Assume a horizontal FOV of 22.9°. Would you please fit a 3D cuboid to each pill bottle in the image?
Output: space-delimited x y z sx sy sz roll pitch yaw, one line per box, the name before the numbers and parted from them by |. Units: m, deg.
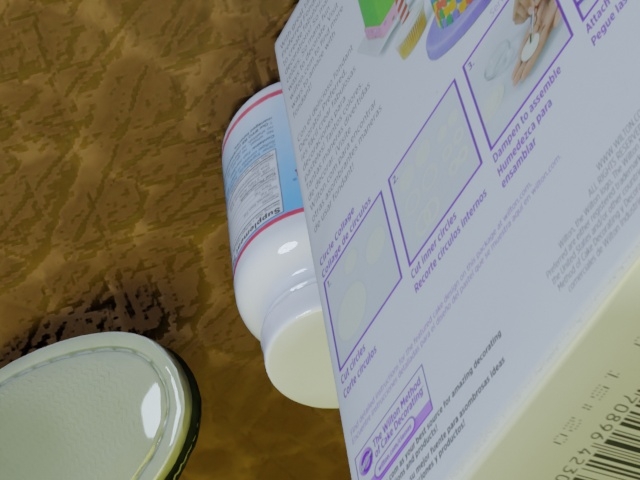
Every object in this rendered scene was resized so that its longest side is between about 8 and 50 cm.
pill bottle | 0.000 0.000 0.753 0.087 0.160 0.087 -4 131 -5

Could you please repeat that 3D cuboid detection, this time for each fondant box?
fondant box | 0.088 -0.060 0.602 0.096 0.330 0.238 17 126 -23

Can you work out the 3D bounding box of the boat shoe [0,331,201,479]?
boat shoe | -0.170 0.174 0.915 0.340 0.127 0.113 -48 151 20
